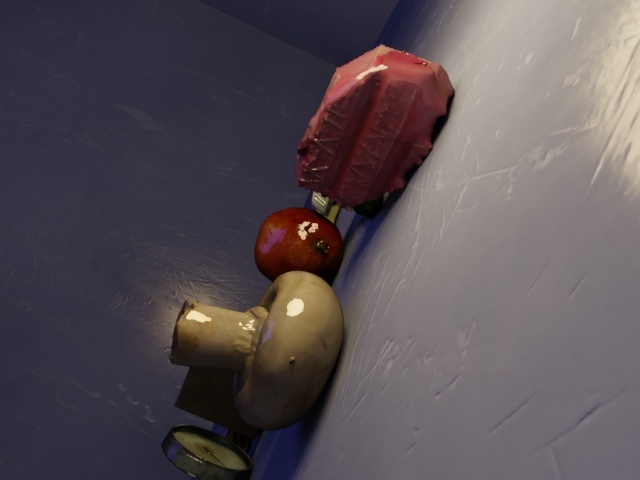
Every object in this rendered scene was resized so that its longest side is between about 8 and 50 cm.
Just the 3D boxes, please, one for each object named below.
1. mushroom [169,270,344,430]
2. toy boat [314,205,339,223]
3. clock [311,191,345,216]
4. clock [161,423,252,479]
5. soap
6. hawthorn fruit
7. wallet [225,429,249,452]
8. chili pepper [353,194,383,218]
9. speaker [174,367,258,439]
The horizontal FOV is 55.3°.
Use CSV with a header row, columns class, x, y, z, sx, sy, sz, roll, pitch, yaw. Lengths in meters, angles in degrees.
class,x,y,z,sx,sy,sz,roll,pitch,yaw
mushroom,-0.114,0.173,1.097,0.292,0.289,0.293,-159,90,-80
toy boat,-0.002,-0.038,1.900,0.111,0.084,0.276,-59,9,40
clock,0.072,-0.143,1.459,0.190,0.062,0.152,-19,-40,-42
clock,-0.272,0.516,1.477,0.226,0.225,0.049,176,119,-83
soap,0.089,-0.205,1.113,0.325,0.220,0.127,119,168,-46
hawthorn fruit,-0.038,0.021,1.509,0.260,0.224,0.224,-11,53,56
wallet,-0.249,0.585,1.769,0.241,0.067,0.141,-105,37,-79
chili pepper,0.106,-0.103,1.322,0.216,0.062,0.108,-124,57,-80
speaker,-0.241,0.394,1.652,0.254,0.232,0.184,122,171,-80
